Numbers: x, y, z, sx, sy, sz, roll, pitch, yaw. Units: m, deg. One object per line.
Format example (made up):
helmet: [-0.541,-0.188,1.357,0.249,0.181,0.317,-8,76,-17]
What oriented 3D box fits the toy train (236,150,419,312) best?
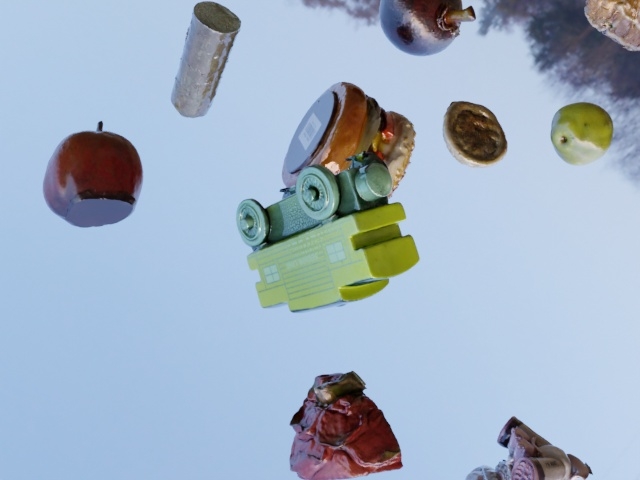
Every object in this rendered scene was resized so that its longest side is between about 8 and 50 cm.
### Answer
toy train: [0.000,0.000,1.458,0.179,0.442,0.272,-16,-92,-39]

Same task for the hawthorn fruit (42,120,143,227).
hawthorn fruit: [-0.504,-0.151,1.649,0.215,0.215,0.249,9,-102,-44]

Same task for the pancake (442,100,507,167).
pancake: [0.277,-0.191,1.330,0.140,0.022,0.139,8,-116,-17]

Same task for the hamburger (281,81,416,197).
hamburger: [0.071,-0.218,1.875,0.250,0.330,0.330,26,-149,-20]

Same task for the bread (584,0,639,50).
bread: [0.374,-0.230,0.759,0.233,0.105,0.075,-12,-87,-21]

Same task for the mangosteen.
mangosteen: [0.287,-0.588,1.925,0.236,0.235,0.261,9,-168,-44]

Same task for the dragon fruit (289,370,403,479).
dragon fruit: [0.003,0.378,1.511,0.152,0.317,0.204,-4,-103,-32]

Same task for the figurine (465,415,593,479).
figurine: [0.418,0.601,1.667,0.211,0.361,0.253,35,-167,10]

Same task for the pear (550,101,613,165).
pear: [0.373,-0.154,1.050,0.092,0.092,0.097,46,-125,10]

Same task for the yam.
yam: [-0.226,-0.338,1.425,0.093,0.259,0.093,12,-125,-17]
